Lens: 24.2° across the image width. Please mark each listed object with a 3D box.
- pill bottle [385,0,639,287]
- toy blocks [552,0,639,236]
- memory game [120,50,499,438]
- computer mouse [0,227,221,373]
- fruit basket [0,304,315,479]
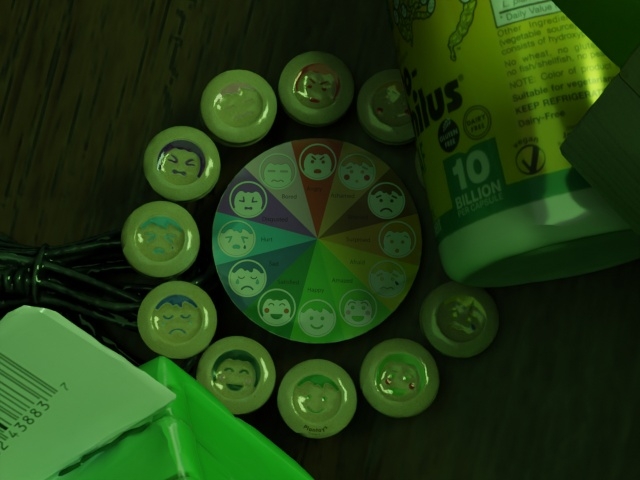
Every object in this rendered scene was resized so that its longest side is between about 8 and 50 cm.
[{"bbox_3d":[0.090,-0.092,0.653,0.118,0.117,0.208,-13,79,10],"label":"pill bottle"},{"bbox_3d":[0.284,-0.012,0.556,0.261,0.190,0.381,-34,75,-35],"label":"toy blocks"},{"bbox_3d":[0.000,0.000,0.693,0.186,0.012,0.186,0,78,-2],"label":"memory game"},{"bbox_3d":[-0.146,0.124,0.699,0.189,0.072,0.272,0,83,11],"label":"computer mouse"},{"bbox_3d":[-0.117,0.224,0.604,0.353,0.165,0.327,-41,116,16],"label":"fruit basket"}]
